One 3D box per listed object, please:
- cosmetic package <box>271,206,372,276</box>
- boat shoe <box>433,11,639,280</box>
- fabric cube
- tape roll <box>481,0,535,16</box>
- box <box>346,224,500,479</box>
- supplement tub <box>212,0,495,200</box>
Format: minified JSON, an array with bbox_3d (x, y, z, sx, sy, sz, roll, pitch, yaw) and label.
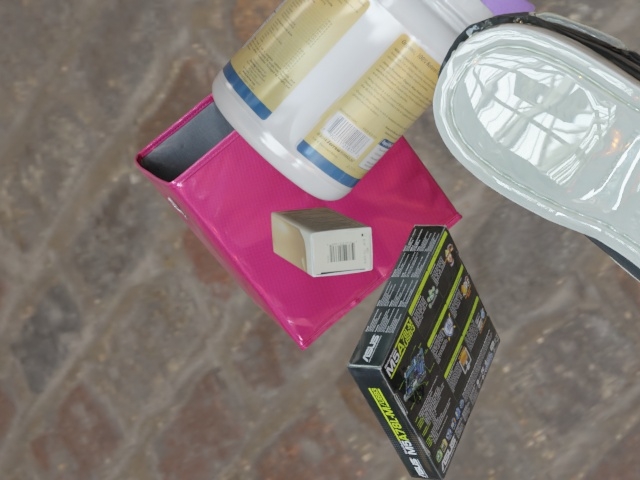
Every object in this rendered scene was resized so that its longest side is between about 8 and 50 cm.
[{"bbox_3d":[0.000,0.000,1.283,0.115,0.060,0.041,-150,56,-69],"label":"cosmetic package"},{"bbox_3d":[0.195,-0.018,0.714,0.302,0.091,0.114,40,115,-4],"label":"boat shoe"},{"bbox_3d":[-0.035,-0.067,1.704,0.258,0.259,0.254,53,173,-19],"label":"fabric cube"},{"bbox_3d":[0.122,-0.306,1.724,0.275,0.275,0.090,32,102,26],"label":"tape roll"},{"bbox_3d":[0.109,0.113,1.420,0.045,0.190,0.184,-1,137,35],"label":"box"},{"bbox_3d":[0.026,-0.146,1.118,0.199,0.144,0.144,-46,72,10],"label":"supplement tub"}]
